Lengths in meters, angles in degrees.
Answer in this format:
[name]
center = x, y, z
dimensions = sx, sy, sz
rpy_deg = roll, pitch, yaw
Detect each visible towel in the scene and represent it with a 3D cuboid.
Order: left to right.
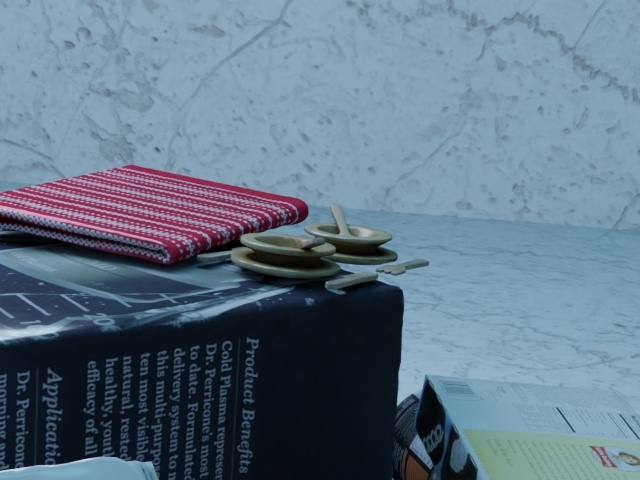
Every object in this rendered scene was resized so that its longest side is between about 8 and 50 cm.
[towel]
center = -0.148, -0.023, 1.232
dimensions = 0.199, 0.031, 0.275
rpy_deg = 11, 13, 21

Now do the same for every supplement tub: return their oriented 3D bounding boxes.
[supplement tub]
center = 0.138, 0.219, 1.347
dimensions = 0.117, 0.117, 0.190
rpy_deg = 0, 13, -16

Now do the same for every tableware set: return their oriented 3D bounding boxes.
[tableware set]
center = 0.000, 0.000, 1.151
dimensions = 0.128, 0.039, 0.194
rpy_deg = 11, 10, 25

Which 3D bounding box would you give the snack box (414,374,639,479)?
[snack box]
center = 0.203, 0.205, 1.128
dimensions = 0.187, 0.060, 0.322
rpy_deg = 6, 18, -12

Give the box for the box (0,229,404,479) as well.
[box]
center = -0.267, 0.147, 1.159
dimensions = 0.472, 0.297, 0.480
rpy_deg = -4, 13, -41

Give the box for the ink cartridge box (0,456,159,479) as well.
[ink cartridge box]
center = -0.206, 0.243, 0.643
dimensions = 0.226, 0.306, 0.131
rpy_deg = -4, 54, -35
